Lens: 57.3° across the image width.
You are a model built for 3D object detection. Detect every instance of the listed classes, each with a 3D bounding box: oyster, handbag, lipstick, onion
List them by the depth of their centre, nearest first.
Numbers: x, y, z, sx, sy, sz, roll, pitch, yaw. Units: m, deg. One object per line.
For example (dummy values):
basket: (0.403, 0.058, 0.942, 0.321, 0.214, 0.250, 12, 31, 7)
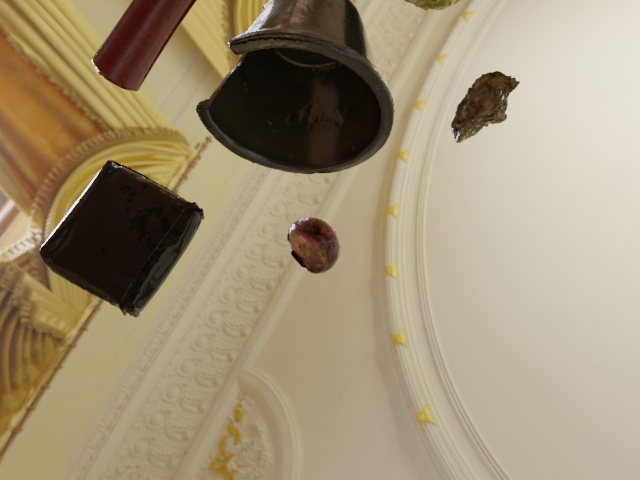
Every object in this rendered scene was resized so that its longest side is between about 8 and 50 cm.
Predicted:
lipstick: (-0.235, -0.330, 0.842, 0.241, 0.080, 0.080, -51, -136, 13)
handbag: (-0.365, -0.011, 1.085, 0.223, 0.080, 0.247, 27, -109, 10)
oyster: (0.344, -0.280, 1.242, 0.105, 0.056, 0.177, 32, -92, 38)
onion: (0.000, 0.000, 1.491, 0.150, 0.150, 0.140, 8, -151, 36)

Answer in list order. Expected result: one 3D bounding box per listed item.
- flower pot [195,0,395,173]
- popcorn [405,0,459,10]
flower pot: (-0.028, -0.327, 1.141, 0.379, 0.379, 0.251, -9, -124, 27)
popcorn: (0.270, -0.672, 1.353, 0.237, 0.251, 0.206, 37, -114, 3)
